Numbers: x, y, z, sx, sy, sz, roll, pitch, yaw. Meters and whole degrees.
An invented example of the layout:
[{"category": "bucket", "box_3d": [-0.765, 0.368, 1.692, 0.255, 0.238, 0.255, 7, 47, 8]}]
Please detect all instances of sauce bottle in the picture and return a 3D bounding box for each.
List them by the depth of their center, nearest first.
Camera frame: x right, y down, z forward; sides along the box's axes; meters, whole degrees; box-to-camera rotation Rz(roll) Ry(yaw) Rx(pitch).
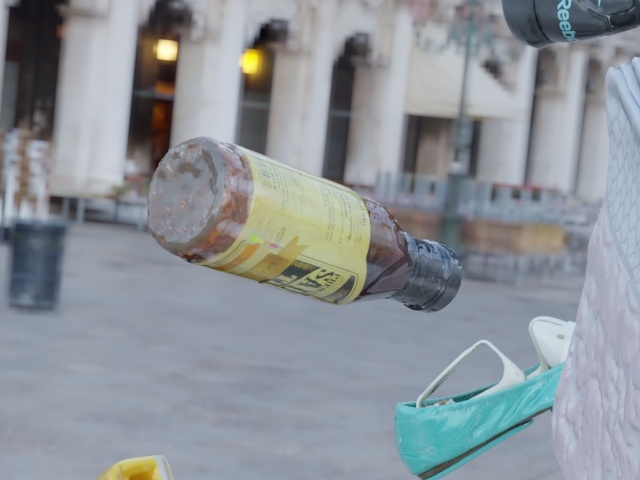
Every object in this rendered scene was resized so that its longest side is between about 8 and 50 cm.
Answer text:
[{"category": "sauce bottle", "box_3d": [0.000, 0.000, 0.549, 0.128, 0.042, 0.042, 19, -6, -43]}]

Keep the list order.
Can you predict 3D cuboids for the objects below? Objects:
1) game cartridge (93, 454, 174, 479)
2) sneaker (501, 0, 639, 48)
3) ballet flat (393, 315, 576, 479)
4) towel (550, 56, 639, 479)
[{"category": "game cartridge", "box_3d": [-0.148, 0.327, 1.068, 0.053, 0.285, 0.324, -6, -23, -40]}, {"category": "sneaker", "box_3d": [0.228, -0.242, 1.182, 0.106, 0.267, 0.101, 7, -31, 38]}, {"category": "ballet flat", "box_3d": [0.169, 0.112, 1.336, 0.247, 0.087, 0.083, -26, 0, 6]}, {"category": "towel", "box_3d": [0.199, 0.091, 0.966, 0.053, 0.316, 0.332, 2, 28, -3]}]
